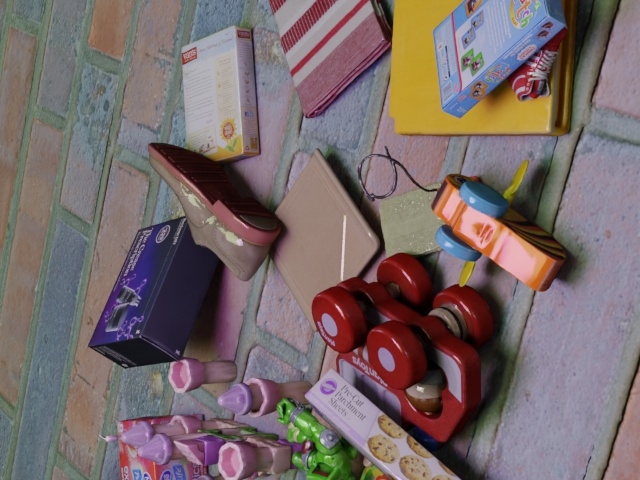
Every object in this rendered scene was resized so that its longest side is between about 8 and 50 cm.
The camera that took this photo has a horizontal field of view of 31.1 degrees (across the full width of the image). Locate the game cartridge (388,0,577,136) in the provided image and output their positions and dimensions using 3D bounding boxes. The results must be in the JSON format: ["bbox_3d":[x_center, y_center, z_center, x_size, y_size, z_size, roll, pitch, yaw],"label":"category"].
[{"bbox_3d":[0.231,-0.295,1.683,0.323,0.052,0.285,7,94,50],"label":"game cartridge"}]

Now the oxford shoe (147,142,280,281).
[{"bbox_3d":[-0.216,-0.058,2.053,0.348,0.123,0.130,43,120,38],"label":"oxford shoe"}]

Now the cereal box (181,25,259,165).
[{"bbox_3d":[-0.189,-0.264,2.145,0.173,0.047,0.240,-9,82,48],"label":"cereal box"}]

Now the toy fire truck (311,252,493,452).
[{"bbox_3d":[0.127,0.182,1.725,0.302,0.169,0.254,30,136,44],"label":"toy fire truck"}]

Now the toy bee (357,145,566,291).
[{"bbox_3d":[0.225,-0.050,1.628,0.195,0.162,0.298,-41,83,28],"label":"toy bee"}]

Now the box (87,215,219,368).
[{"bbox_3d":[-0.303,0.097,2.143,0.184,0.103,0.261,-12,50,45],"label":"box"}]

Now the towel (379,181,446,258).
[{"bbox_3d":[0.148,-0.026,1.780,0.148,0.027,0.110,-22,72,47],"label":"towel"}]

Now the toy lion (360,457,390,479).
[{"bbox_3d":[0.091,0.383,1.789,0.100,0.034,0.096,-6,55,60],"label":"toy lion"}]

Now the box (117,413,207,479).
[{"bbox_3d":[-0.298,0.464,2.194,0.128,0.122,0.257,-12,81,47],"label":"box"}]

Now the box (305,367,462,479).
[{"bbox_3d":[0.107,0.314,1.711,0.067,0.063,0.324,-43,53,-11],"label":"box"}]

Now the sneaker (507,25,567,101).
[{"bbox_3d":[0.296,-0.234,1.536,0.118,0.042,0.067,-46,53,47],"label":"sneaker"}]

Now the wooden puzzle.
[{"bbox_3d":[0.000,0.000,1.939,0.221,0.044,0.239,58,133,31],"label":"wooden puzzle"}]

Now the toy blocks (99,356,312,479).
[{"bbox_3d":[-0.197,0.372,1.983,0.288,0.260,0.309,7,94,47],"label":"toy blocks"}]

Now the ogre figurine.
[{"bbox_3d":[0.002,0.346,1.849,0.118,0.097,0.197,21,122,46],"label":"ogre figurine"}]

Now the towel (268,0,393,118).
[{"bbox_3d":[0.004,-0.404,1.945,0.237,0.037,0.329,-38,60,43],"label":"towel"}]

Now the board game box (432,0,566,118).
[{"bbox_3d":[0.238,-0.290,1.567,0.211,0.039,0.160,-42,38,42],"label":"board game box"}]
